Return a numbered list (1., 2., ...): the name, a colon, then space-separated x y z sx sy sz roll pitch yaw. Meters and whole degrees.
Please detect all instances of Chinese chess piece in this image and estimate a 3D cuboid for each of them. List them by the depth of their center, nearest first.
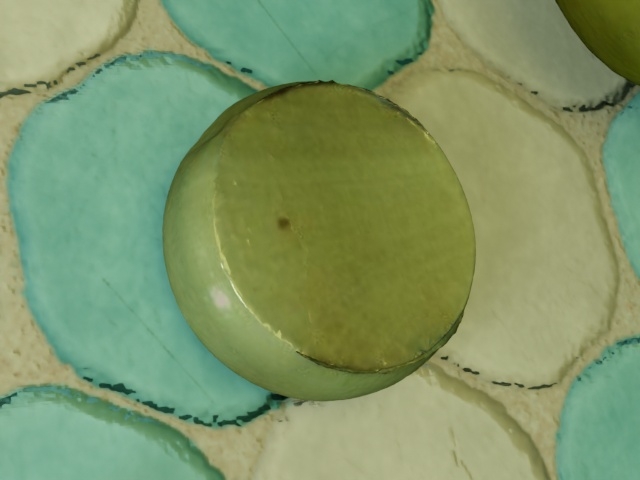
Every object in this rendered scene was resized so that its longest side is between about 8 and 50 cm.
1. Chinese chess piece: 0.000 0.000 0.790 0.188 0.083 0.188 10 69 -27

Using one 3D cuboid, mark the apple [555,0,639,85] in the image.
1. apple: 0.273 -0.234 0.954 0.295 0.233 0.258 -4 93 -47
